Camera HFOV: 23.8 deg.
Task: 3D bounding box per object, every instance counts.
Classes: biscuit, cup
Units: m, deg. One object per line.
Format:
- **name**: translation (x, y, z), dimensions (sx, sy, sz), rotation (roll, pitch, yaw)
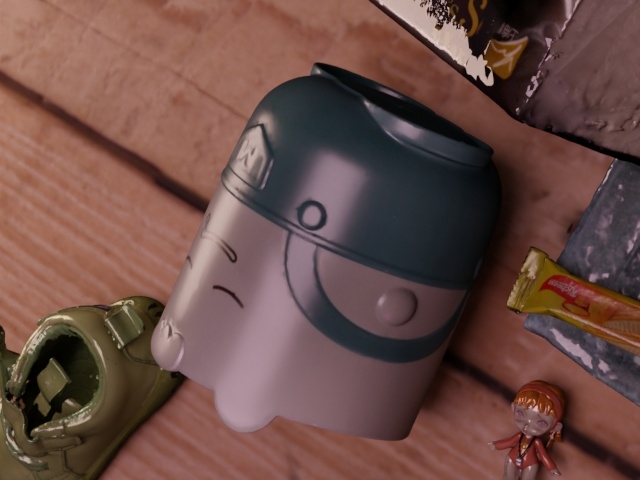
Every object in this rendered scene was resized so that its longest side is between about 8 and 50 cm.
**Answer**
- **biscuit**: translation (0.260, 0.079, 1.024), dimensions (0.292, 0.026, 0.048), rotation (24, 80, 28)
- **cup**: translation (0.000, 0.000, 1.213), dimensions (0.258, 0.219, 0.289), rotation (-67, 29, 11)

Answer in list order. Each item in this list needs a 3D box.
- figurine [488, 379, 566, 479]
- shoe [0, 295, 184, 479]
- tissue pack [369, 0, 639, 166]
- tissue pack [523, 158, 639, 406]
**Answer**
- **figurine**: translation (0.163, 0.161, 1.191), dimensions (0.064, 0.047, 0.109), rotation (18, 107, 23)
- **shoe**: translation (-0.241, 0.139, 1.403), dimensions (0.262, 0.128, 0.140), rotation (-39, 56, 22)
- **tissue pack**: translation (0.152, -0.220, 1.061), dimensions (0.370, 0.198, 0.210), rotation (48, 119, 51)
- **tissue pack**: translation (0.317, -0.013, 1.068), dimensions (0.228, 0.103, 0.316), rotation (34, 105, 29)
